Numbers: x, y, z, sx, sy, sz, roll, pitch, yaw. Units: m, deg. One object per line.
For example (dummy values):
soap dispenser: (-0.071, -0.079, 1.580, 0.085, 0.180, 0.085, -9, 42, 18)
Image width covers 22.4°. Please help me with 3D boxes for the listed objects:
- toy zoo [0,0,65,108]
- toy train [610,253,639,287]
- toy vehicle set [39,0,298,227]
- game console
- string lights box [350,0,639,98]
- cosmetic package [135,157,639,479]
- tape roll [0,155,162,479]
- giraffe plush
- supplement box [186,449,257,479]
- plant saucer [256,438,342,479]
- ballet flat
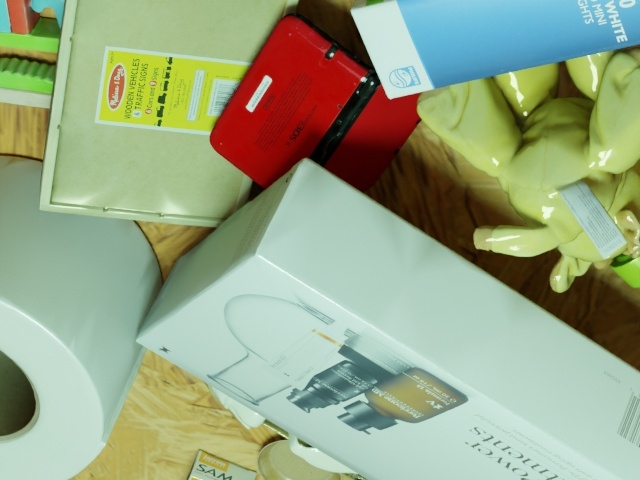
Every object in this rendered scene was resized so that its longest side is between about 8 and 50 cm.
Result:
toy zoo: (-0.239, -0.228, 1.213, 0.192, 0.030, 0.293, 8, 132, 10)
toy train: (0.276, 0.054, 1.256, 0.143, 0.105, 0.248, 47, 128, -10)
toy vehicle set: (-0.119, -0.121, 1.231, 0.166, 0.035, 0.267, 6, 133, -12)
game console: (0.006, -0.101, 1.226, 0.124, 0.085, 0.144, 37, 128, 2)
string lights box: (0.163, -0.182, 1.059, 0.259, 0.133, 0.077, -11, 125, 24)
cosmetic package: (0.069, 0.109, 1.297, 0.377, 0.097, 0.284, 32, 156, -12)
tape roll: (-0.275, 0.072, 1.387, 0.246, 0.169, 0.246, 8, 131, 9)
giraffe plush: (0.189, -0.054, 1.160, 0.181, 0.210, 0.170, -20, 155, 17)
supplement box: (-0.108, 0.257, 1.582, 0.062, 0.036, 0.098, 21, 132, -2)
plant saucer: (-0.019, 0.214, 1.532, 0.083, 0.015, 0.083, 9, 132, 10)
ballet flat: (-0.028, 0.148, 1.441, 0.232, 0.073, 0.080, 28, 131, -7)
